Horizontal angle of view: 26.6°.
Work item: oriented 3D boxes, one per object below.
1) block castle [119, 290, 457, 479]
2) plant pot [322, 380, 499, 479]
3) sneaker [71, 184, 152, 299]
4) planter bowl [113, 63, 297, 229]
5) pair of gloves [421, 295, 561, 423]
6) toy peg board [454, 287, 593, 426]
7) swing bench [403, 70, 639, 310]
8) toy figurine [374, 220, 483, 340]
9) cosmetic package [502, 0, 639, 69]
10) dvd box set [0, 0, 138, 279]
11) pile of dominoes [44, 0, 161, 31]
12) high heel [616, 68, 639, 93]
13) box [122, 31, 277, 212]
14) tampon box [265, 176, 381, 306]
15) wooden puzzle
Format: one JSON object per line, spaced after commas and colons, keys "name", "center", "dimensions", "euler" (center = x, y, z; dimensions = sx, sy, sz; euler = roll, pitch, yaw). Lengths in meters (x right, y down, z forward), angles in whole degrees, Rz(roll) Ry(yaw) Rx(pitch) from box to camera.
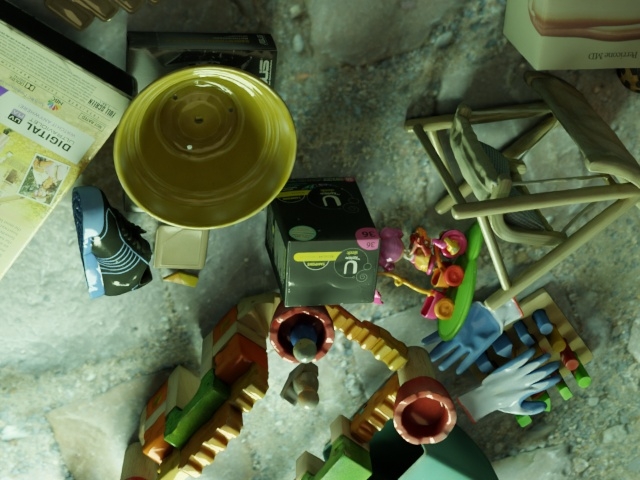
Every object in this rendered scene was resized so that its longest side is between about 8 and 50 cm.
{"name": "block castle", "center": [-0.063, 0.286, 1.866], "dimensions": [0.303, 0.213, 0.453], "euler": [36, 109, -18]}
{"name": "plant pot", "center": [0.159, 0.356, 2.025], "dimensions": [0.234, 0.166, 0.165], "euler": [30, 110, -32]}
{"name": "sneaker", "center": [-0.262, -0.003, 1.720], "dimensions": [0.090, 0.081, 0.232], "euler": [-12, 153, -12]}
{"name": "planter bowl", "center": [-0.142, -0.128, 1.626], "dimensions": [0.217, 0.090, 0.217], "euler": [-6, 122, -9]}
{"name": "pair of gloves", "center": [0.248, 0.172, 1.950], "dimensions": [0.159, 0.023, 0.198], "euler": [-31, 90, 12]}
{"name": "toy peg board", "center": [0.311, 0.183, 1.998], "dimensions": [0.161, 0.079, 0.160], "euler": [-34, 122, 9]}
{"name": "swing bench", "center": [0.273, -0.083, 1.720], "dimensions": [0.254, 0.253, 0.165], "euler": [-23, 123, 1]}
{"name": "toy figurine", "center": [0.124, 0.035, 1.858], "dimensions": [0.159, 0.130, 0.173], "euler": [16, 95, -11]}
{"name": "cosmetic package", "center": [0.326, -0.365, 1.633], "dimensions": [0.153, 0.129, 0.296], "euler": [-4, 122, -12]}
{"name": "dvd box set", "center": [-0.459, -0.104, 1.624], "dimensions": [0.307, 0.062, 0.420], "euler": [30, 116, -23]}
{"name": "pile of dominoes", "center": [-0.235, -0.362, 1.575], "dimensions": [0.251, 0.040, 0.196], "euler": [-20, 124, 9]}
{"name": "high heel", "center": [0.423, -0.322, 1.728], "dimensions": [0.093, 0.186, 0.261], "euler": [-2, 87, -20]}
{"name": "box", "center": [-0.154, -0.147, 1.701], "dimensions": [0.183, 0.056, 0.231], "euler": [-1, 121, -13]}
{"name": "tampon box", "center": [0.000, 0.000, 1.764], "dimensions": [0.120, 0.161, 0.101], "euler": [-3, 122, -12]}
{"name": "wooden puzzle", "center": [-0.187, 0.009, 1.816], "dimensions": [0.078, 0.014, 0.116], "euler": [6, 120, -21]}
